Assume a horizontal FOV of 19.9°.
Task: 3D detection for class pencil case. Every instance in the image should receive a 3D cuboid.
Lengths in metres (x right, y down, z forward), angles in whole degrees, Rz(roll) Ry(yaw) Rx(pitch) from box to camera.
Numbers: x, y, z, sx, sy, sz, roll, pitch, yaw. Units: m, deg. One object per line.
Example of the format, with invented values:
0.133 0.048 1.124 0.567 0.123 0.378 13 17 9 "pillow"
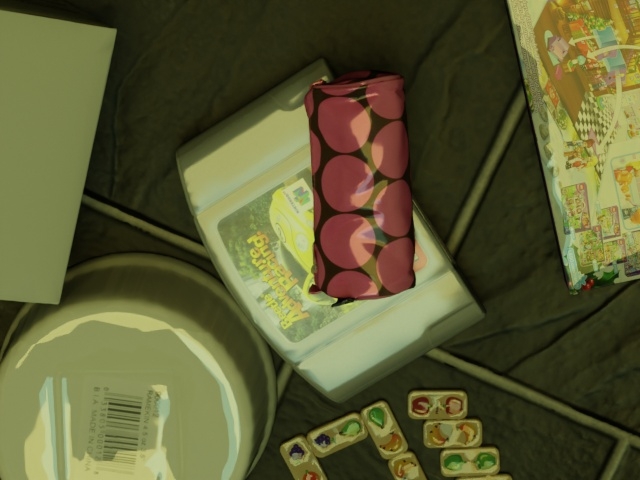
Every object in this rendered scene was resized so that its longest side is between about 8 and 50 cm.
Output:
0.033 -0.049 1.642 0.098 0.095 0.209 1 100 18 "pencil case"

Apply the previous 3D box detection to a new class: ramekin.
-0.182 0.159 1.719 0.277 0.135 0.277 0 102 2 "ramekin"

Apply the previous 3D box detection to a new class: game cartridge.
0.000 0.000 1.723 0.196 0.060 0.294 -32 99 12 "game cartridge"

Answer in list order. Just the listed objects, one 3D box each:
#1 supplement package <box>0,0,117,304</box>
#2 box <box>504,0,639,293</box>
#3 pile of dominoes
-0.323 -0.093 1.625 0.204 0.145 0.262 6 105 -31 "supplement package"
0.296 -0.113 1.685 0.201 0.057 0.293 -12 101 5 "box"
0.099 0.273 1.782 0.196 0.040 0.251 -26 100 7 "pile of dominoes"
